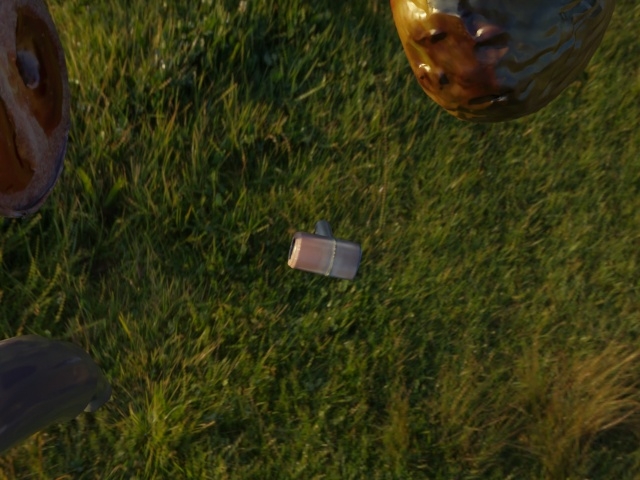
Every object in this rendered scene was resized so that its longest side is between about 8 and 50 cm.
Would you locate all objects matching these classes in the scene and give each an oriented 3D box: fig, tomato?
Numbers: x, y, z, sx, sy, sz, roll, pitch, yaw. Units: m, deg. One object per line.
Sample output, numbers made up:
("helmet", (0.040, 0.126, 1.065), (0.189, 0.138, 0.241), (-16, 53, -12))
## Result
("fig", (0.268, -0.309, 0.844), (0.369, 0.286, 0.286), (-22, 80, 16))
("tomato", (-0.324, -0.126, 0.682), (0.112, 0.199, 0.227), (1, 49, 9))

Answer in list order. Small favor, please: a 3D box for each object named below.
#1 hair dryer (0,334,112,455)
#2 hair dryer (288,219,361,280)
("hair dryer", (-0.173, 0.127, 0.327), (0.121, 0.361, 0.301), (24, 97, 4))
("hair dryer", (0.000, 0.000, 0.724), (0.063, 0.114, 0.037), (13, 109, -10))
